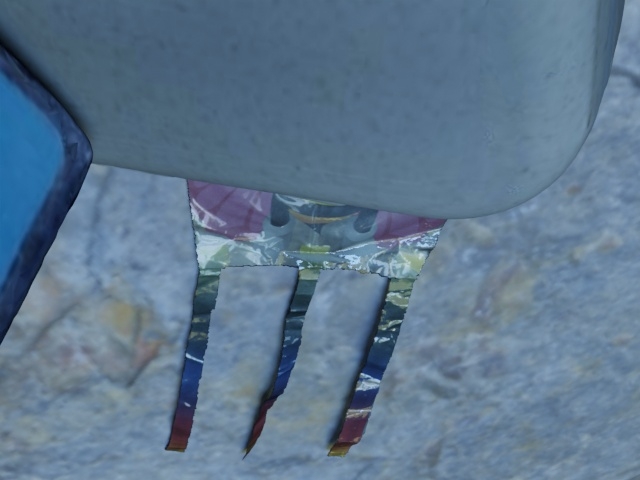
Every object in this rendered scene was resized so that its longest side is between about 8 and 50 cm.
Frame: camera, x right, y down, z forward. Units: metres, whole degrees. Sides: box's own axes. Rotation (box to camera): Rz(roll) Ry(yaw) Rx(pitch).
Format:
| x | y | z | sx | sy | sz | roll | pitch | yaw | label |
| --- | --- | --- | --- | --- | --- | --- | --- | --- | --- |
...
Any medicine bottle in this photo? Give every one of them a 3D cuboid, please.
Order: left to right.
| x | y | z | sx | sy | sz | roll | pitch | yaw | label |
| --- | --- | --- | --- | --- | --- | --- | --- | --- | --- |
| -0.085 | -0.139 | 0.450 | 0.375 | 0.123 | 0.282 | 11 | 140 | 19 | medicine bottle |

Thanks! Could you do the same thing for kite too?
| x | y | z | sx | sy | sz | roll | pitch | yaw | label |
| --- | --- | --- | --- | --- | --- | --- | --- | --- | --- |
| 0.001 | 0.002 | 0.766 | 0.204 | 0.022 | 0.360 | 0 | 128 | -16 | kite |

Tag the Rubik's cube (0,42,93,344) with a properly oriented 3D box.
| x | y | z | sx | sy | sz | roll | pitch | yaw | label |
| --- | --- | --- | --- | --- | --- | --- | --- | --- | --- |
| -0.342 | 0.014 | 0.377 | 0.362 | 0.363 | 0.359 | -7 | 140 | 35 | Rubik's cube |
